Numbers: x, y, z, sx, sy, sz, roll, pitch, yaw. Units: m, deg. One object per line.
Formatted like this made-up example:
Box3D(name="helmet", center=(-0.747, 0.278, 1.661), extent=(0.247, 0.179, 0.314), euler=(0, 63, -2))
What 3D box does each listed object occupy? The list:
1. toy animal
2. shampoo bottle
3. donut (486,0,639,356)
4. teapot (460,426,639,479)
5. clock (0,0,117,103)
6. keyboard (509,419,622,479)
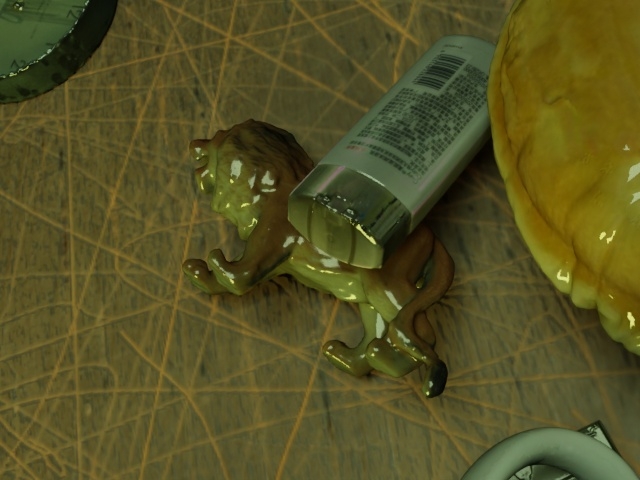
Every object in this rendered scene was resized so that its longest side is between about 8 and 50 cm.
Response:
Box3D(name="toy animal", center=(0.000, 0.000, 0.737), extent=(0.312, 0.097, 0.157), euler=(26, 72, 26))
Box3D(name="shampoo bottle", center=(0.072, -0.075, 0.713), extent=(0.086, 0.056, 0.227), euler=(27, 54, 20))
Box3D(name="donut", center=(0.330, -0.104, 0.603), extent=(0.449, 0.198, 0.449), euler=(-8, 63, 16))
Box3D(name="teapot", center=(0.123, 0.296, 0.491), extent=(0.252, 0.280, 0.424), euler=(-39, 27, 48))
Box3D(name="clock", center=(-0.319, -0.248, 0.986), extent=(0.215, 0.042, 0.215), euler=(-7, 65, 16))
Box3D(name="keyboard", center=(0.149, 0.175, 0.649), extent=(0.129, 0.015, 0.049), euler=(-29, 66, 6))
